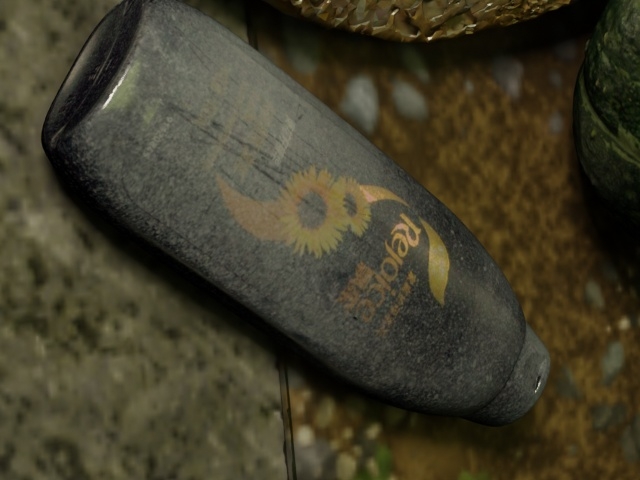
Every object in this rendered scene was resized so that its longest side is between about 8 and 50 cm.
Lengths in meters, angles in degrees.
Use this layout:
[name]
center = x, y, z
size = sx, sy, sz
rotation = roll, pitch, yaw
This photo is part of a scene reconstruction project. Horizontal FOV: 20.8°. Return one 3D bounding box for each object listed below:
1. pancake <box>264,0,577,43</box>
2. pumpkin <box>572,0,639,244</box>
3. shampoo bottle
[pancake]
center = 0.074, -0.242, 0.630
size = 0.387, 0.082, 0.387
rotation = -21, 135, -23
[pumpkin]
center = 0.198, -0.070, 0.757
size = 0.190, 0.146, 0.190
rotation = -13, 133, -14
[shampoo bottle]
center = 0.000, 0.000, 0.673
size = 0.234, 0.049, 0.087
rotation = 38, 68, -30
